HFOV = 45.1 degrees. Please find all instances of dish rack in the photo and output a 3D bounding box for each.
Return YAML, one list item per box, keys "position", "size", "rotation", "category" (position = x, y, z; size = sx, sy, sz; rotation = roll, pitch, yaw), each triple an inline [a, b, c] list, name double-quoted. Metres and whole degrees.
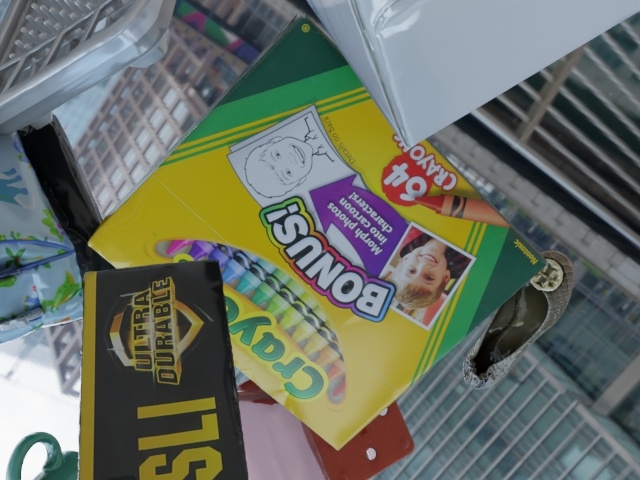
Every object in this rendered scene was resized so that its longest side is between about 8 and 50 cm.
- position: [-0.254, -0.265, 0.869]
  size: [0.072, 0.286, 0.332]
  rotation: [44, -145, -40]
  category: "dish rack"

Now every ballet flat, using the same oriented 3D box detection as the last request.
- position: [0.280, 0.121, 1.119]
  size: [0.084, 0.249, 0.058]
  rotation: [44, -152, 26]
  category: "ballet flat"

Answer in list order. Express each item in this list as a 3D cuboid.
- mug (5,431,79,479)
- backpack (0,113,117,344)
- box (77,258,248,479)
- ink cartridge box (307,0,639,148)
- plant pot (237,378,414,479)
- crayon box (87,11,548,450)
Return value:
- position: [-0.258, 0.281, 0.763]
  size: [0.158, 0.129, 0.097]
  rotation: [38, -135, 8]
  category: "mug"
- position: [-0.431, -0.001, 0.849]
  size: [0.290, 0.356, 0.273]
  rotation: [60, 167, 28]
  category: "backpack"
- position: [-0.062, 0.209, 0.389]
  size: [0.079, 0.257, 0.322]
  rotation: [-6, -133, -10]
  category: "box"
- position: [0.056, -0.242, 0.475]
  size: [0.270, 0.198, 0.197]
  rotation: [61, -177, 23]
  category: "ink cartridge box"
- position: [0.009, 0.338, 1.393]
  size: [0.267, 0.236, 0.267]
  rotation: [-20, -97, -33]
  category: "plant pot"
- position: [0.000, 0.000, 0.829]
  size: [0.363, 0.313, 0.106]
  rotation: [43, -170, -15]
  category: "crayon box"
